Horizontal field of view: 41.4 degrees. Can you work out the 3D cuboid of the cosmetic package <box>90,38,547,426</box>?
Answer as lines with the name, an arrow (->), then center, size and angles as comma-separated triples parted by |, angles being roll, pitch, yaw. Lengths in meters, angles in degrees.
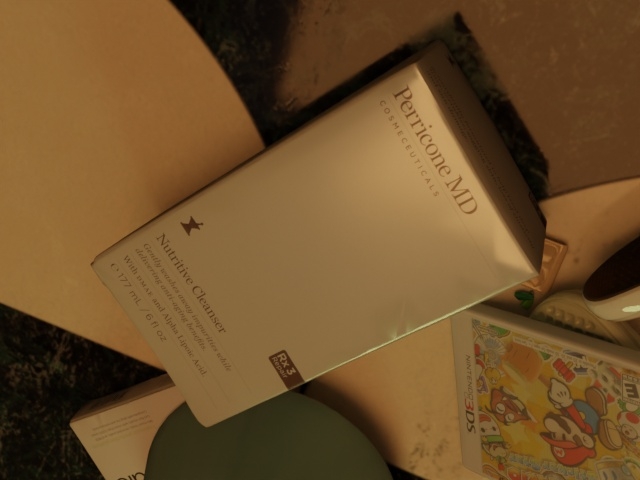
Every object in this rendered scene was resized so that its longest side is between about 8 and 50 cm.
cosmetic package -> 0.000, 0.000, 0.824 | 0.385, 0.156, 0.217 | -30, 98, 27

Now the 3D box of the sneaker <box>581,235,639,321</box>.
sneaker -> 0.383, 0.026, 0.741 | 0.290, 0.106, 0.123 | -26, 106, 16

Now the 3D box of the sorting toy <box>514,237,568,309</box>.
sorting toy -> 0.207, 0.030, 0.857 | 0.062, 0.012, 0.083 | 21, 117, 10

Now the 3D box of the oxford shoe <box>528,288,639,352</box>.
oxford shoe -> 0.367, 0.233, 0.842 | 0.449, 0.130, 0.169 | 53, 146, 5

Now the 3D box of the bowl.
bowl -> -0.078, 0.331, 0.926 | 0.311, 0.163, 0.312 | 5, 111, 12

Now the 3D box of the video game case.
video game case -> 0.228, 0.179, 0.843 | 0.227, 0.026, 0.206 | 16, 121, 46

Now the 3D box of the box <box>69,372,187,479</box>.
box -> -0.135, 0.311, 1.053 | 0.232, 0.058, 0.322 | -23, 106, 23
